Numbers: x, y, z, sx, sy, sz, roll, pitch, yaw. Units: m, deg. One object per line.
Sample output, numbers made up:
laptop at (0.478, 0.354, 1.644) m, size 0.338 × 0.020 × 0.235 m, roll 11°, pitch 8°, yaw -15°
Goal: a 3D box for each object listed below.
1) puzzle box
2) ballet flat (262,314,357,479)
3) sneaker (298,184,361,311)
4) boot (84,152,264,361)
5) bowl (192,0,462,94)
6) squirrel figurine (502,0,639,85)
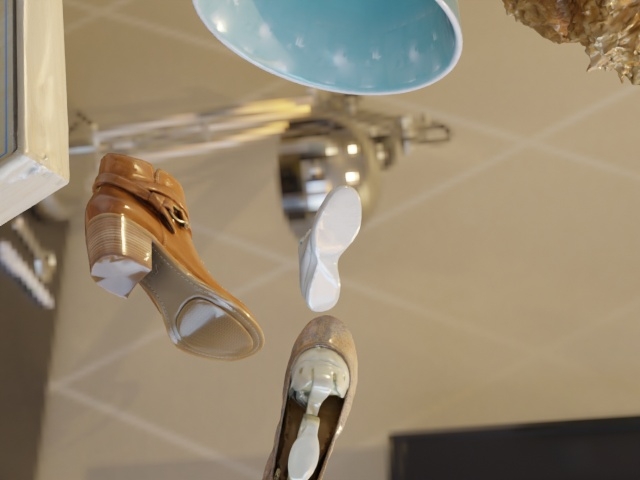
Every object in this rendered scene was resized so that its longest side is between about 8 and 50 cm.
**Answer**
puzzle box at (-0.341, -0.152, 1.316) m, size 0.052 × 0.272 × 0.409 m, roll 37°, pitch 32°, yaw -43°
ballet flat at (-0.008, 0.245, 2.092) m, size 0.106 × 0.108 × 0.316 m, roll 108°, pitch -6°, yaw -70°
sneaker at (0.000, 0.000, 2.336) m, size 0.094 × 0.080 × 0.212 m, roll 49°, pitch -50°, yaw 54°
boot at (-0.189, 0.021, 1.934) m, size 0.283 × 0.109 × 0.220 m, roll 30°, pitch 31°, yaw -27°
bowl at (0.022, -0.313, 1.688) m, size 0.311 × 0.312 × 0.163 m, roll 64°, pitch 37°, yaw -62°
squirrel figurine at (0.255, -0.332, 1.237) m, size 0.281 × 0.370 × 0.397 m, roll -36°, pitch 109°, yaw -30°
